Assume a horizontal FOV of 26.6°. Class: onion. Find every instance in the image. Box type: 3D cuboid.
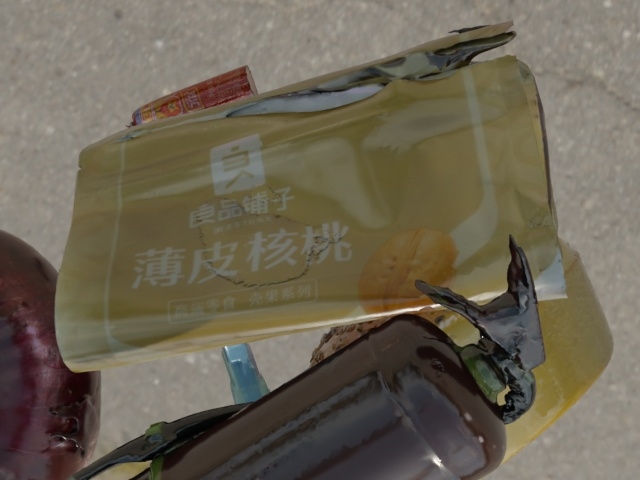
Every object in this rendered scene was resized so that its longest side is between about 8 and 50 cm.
[{"bbox_3d":[-0.320,0.130,1.159,0.313,0.232,0.314,-1,88,22],"label":"onion"}]

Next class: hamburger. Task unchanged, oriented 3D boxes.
[{"bbox_3d":[0.113,0.103,1.210,0.176,0.300,0.300,52,131,-1],"label":"hamburger"}]

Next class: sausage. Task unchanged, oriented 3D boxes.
[{"bbox_3d":[-0.124,-0.129,1.282,0.129,0.034,0.034,-19,125,8],"label":"sausage"}]

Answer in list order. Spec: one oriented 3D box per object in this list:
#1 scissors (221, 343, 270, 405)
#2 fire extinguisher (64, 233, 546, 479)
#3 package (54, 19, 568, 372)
[{"bbox_3d":[-0.052,0.129,1.061,0.030,0.256,0.125,-18,164,-5],"label":"scissors"},{"bbox_3d":[-0.024,0.118,0.696,0.341,0.105,0.141,-34,134,10],"label":"fire extinguisher"},{"bbox_3d":[-0.006,-0.033,0.886,0.311,0.221,0.165,-10,99,12],"label":"package"}]
